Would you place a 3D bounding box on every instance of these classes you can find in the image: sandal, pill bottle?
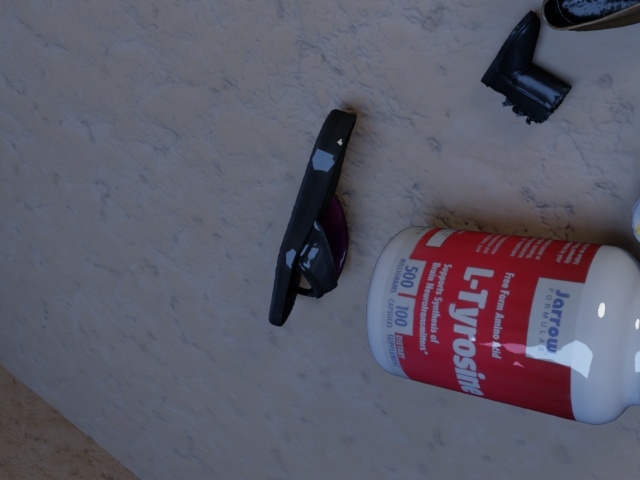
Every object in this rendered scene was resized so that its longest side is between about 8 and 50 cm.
[{"bbox_3d":[0.000,0.000,1.058,0.107,0.167,0.445,21,132,2],"label":"sandal"},{"bbox_3d":[0.286,0.109,0.856,0.408,0.229,0.229,7,122,34],"label":"pill bottle"}]

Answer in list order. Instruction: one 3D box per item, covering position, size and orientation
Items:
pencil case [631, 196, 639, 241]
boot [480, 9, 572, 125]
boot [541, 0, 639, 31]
[{"bbox_3d":[0.433,-0.101,0.683,0.124,0.113,0.273,18,129,20],"label":"pencil case"},{"bbox_3d":[0.264,-0.208,0.789,0.099,0.045,0.121,40,142,12],"label":"boot"},{"bbox_3d":[0.370,-0.264,0.623,0.305,0.115,0.112,-7,112,39],"label":"boot"}]
